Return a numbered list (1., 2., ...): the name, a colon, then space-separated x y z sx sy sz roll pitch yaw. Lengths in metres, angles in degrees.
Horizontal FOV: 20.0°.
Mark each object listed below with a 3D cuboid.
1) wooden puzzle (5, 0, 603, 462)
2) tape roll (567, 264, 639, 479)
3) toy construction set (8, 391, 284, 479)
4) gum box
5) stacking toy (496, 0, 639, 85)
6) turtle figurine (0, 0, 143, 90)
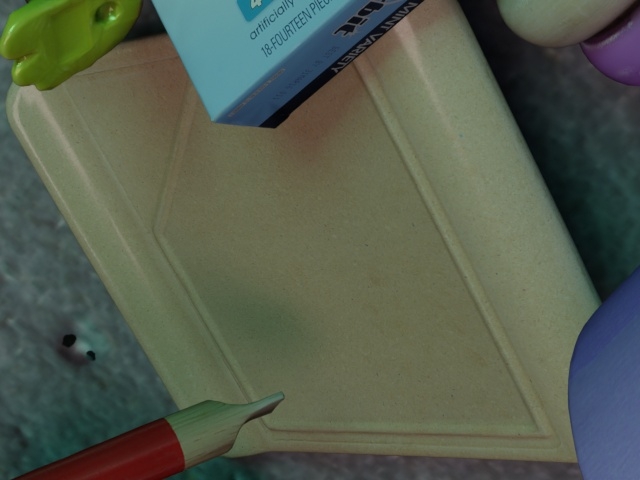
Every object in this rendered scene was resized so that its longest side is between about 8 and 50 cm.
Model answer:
1. wooden puzzle: 0.000 0.000 0.770 0.239 0.044 0.221 -8 120 41
2. tape roll: 0.225 0.094 0.657 0.275 0.275 0.090 35 122 -8
3. toy construction set: -0.037 0.179 0.836 0.237 0.257 0.309 -22 143 -22
4. gum box: -0.014 -0.160 0.648 0.157 0.041 0.184 -38 68 30
5. stacking toy: 0.235 -0.065 0.660 0.330 0.141 0.141 27 123 -11
6. turtle figurine: -0.151 -0.151 0.693 0.217 0.087 0.269 43 132 32
